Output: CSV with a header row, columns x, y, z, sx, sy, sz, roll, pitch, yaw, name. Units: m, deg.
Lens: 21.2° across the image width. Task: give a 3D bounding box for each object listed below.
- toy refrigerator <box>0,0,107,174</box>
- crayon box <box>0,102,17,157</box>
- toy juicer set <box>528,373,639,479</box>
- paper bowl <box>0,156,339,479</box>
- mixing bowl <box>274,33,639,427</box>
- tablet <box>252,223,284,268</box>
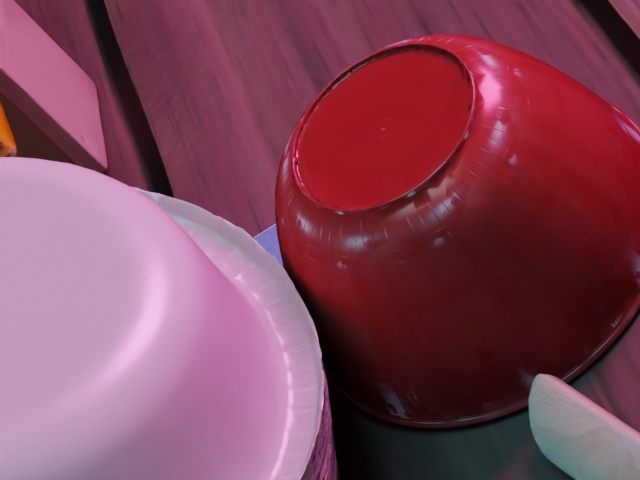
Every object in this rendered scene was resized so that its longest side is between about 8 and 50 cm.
x,y,z,sx,sy,sz,roll,pitch,yaw,name
-0.264,-0.025,0.996,0.269,0.102,0.094,-30,42,14,toy refrigerator
-0.361,-0.048,0.935,0.363,0.106,0.313,-38,42,7,crayon box
0.080,0.183,0.548,0.209,0.089,0.329,7,60,42,toy juicer set
-0.136,0.077,0.690,0.284,0.148,0.284,-3,41,2,paper bowl
0.048,-0.021,0.738,0.181,0.098,0.181,-20,47,23,mixing bowl
0.000,0.000,0.835,0.083,0.006,0.054,-32,42,14,tablet
